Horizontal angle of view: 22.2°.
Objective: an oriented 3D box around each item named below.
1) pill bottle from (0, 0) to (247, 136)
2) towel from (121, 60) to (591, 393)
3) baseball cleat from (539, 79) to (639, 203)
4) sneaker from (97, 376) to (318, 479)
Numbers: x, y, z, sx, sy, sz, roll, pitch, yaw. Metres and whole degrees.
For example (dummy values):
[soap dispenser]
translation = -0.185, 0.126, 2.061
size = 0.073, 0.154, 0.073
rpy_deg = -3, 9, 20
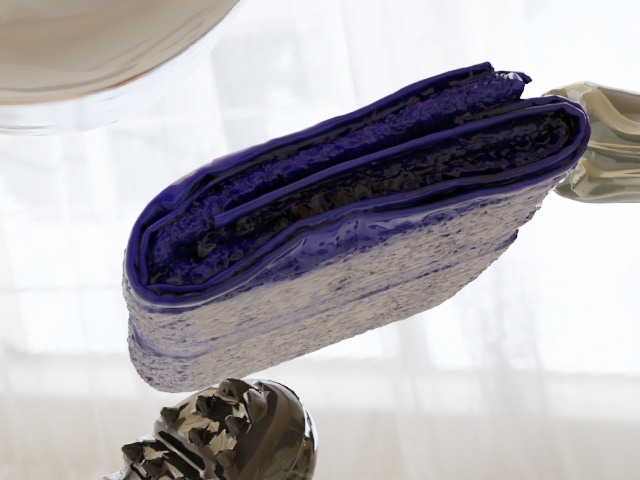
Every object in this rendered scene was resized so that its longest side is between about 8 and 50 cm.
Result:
[pill bottle]
translation = -0.090, -0.109, 0.502
size = 0.152, 0.152, 0.272
rpy_deg = -11, -178, -7
[towel]
translation = 0.000, 0.000, 0.872
size = 0.227, 0.076, 0.308
rpy_deg = -18, 169, -10
[baseball cleat]
translation = 0.202, -0.046, 0.927
size = 0.109, 0.072, 0.206
rpy_deg = 8, -173, -29
[sneaker]
translation = -0.049, 0.156, 0.512
size = 0.106, 0.234, 0.078
rpy_deg = 27, 179, -33
